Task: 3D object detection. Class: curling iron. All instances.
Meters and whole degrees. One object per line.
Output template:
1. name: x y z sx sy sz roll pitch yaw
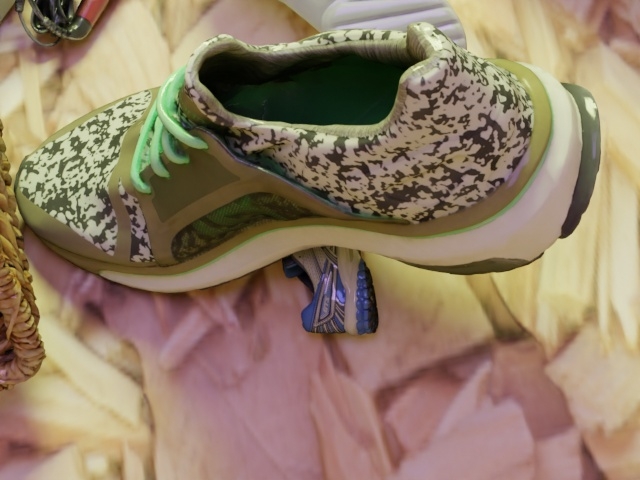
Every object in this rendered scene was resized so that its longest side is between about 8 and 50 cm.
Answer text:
1. curling iron: -0.139 -0.260 1.107 0.068 0.035 0.274 40 72 -24

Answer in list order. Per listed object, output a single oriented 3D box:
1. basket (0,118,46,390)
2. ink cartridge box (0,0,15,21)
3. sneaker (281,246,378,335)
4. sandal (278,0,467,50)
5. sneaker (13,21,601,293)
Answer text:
1. basket: -0.348 0.000 0.916 0.299 0.213 0.223 -17 64 4
2. ink cartridge box: -0.344 -0.203 1.082 0.212 0.093 0.154 26 72 18
3. sneaker: 0.000 0.000 0.981 0.058 0.052 0.135 -10 65 6
4. sandal: -0.003 -0.203 1.065 0.102 0.076 0.265 -42 89 3
5. sneaker: -0.047 -0.075 0.905 0.410 0.182 0.158 -5 61 32
